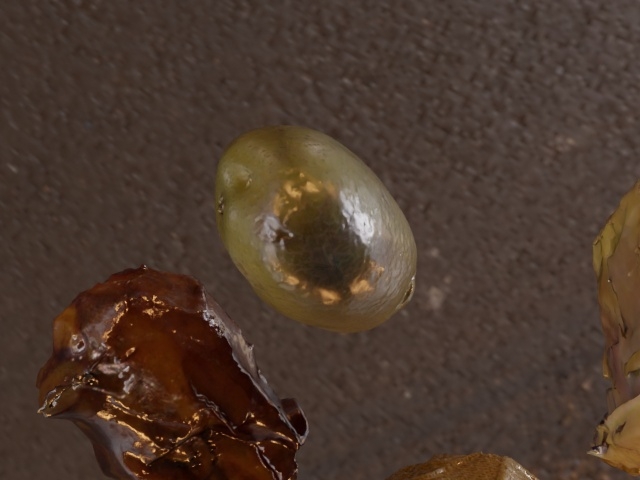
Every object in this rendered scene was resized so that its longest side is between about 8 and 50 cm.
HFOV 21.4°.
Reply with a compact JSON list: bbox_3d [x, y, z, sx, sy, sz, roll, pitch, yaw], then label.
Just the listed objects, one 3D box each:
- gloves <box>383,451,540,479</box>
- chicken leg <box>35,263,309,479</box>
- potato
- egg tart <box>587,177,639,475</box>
[{"bbox_3d":[0.089,0.257,1.344,0.356,0.155,0.203,3,146,-47],"label":"gloves"},{"bbox_3d":[-0.038,0.136,0.958,0.113,0.093,0.304,-41,110,2],"label":"chicken leg"},{"bbox_3d":[0.000,0.000,1.499,0.159,0.174,0.251,-20,148,26],"label":"potato"},{"bbox_3d":[0.255,-0.022,0.896,0.352,0.150,0.352,-39,171,-7],"label":"egg tart"}]
